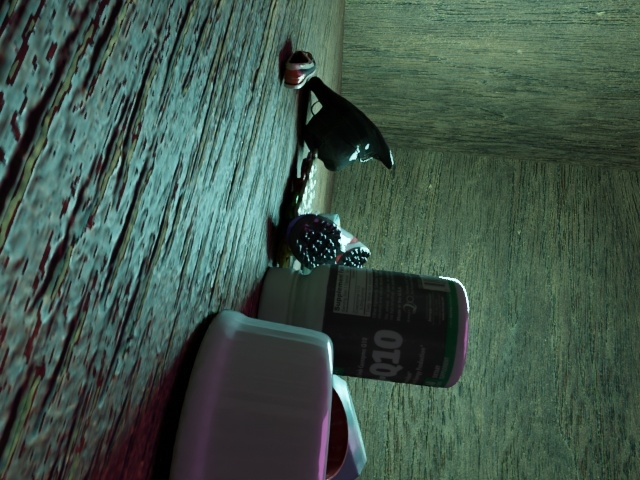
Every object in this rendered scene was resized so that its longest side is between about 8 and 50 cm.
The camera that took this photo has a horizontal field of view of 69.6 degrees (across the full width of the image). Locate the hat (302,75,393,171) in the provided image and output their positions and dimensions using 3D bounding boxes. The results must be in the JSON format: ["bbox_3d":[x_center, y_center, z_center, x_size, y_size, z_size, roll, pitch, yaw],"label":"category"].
[{"bbox_3d":[0.043,-0.253,1.174,0.134,0.331,0.331,-47,177,1],"label":"hat"}]

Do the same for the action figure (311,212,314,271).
[{"bbox_3d":[0.045,0.130,1.266,0.341,0.179,0.330,47,30,-50],"label":"action figure"}]

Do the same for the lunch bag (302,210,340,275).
[{"bbox_3d":[0.001,0.039,1.595,0.224,0.108,0.279,-49,144,-75],"label":"lunch bag"}]

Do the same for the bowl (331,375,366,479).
[{"bbox_3d":[0.002,0.425,1.040,0.311,0.163,0.311,164,-90,-90],"label":"bowl"}]

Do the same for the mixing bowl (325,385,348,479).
[{"bbox_3d":[-0.041,0.347,0.850,0.181,0.098,0.181,33,46,-41],"label":"mixing bowl"}]

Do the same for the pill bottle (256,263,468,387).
[{"bbox_3d":[0.073,0.153,0.867,0.204,0.361,0.204,6,90,-86],"label":"pill bottle"}]

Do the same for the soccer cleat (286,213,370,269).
[{"bbox_3d":[0.000,0.000,0.997,0.108,0.116,0.318,-54,151,6],"label":"soccer cleat"}]

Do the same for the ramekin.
[{"bbox_3d":[-0.063,0.223,0.521,0.277,0.135,0.277,6,90,-90],"label":"ramekin"}]

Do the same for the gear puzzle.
[{"bbox_3d":[-0.058,-0.054,1.048,0.175,0.044,0.339,95,6,-45],"label":"gear puzzle"}]

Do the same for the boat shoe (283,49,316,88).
[{"bbox_3d":[-0.037,-0.314,0.821,0.137,0.049,0.043,-72,167,-50],"label":"boat shoe"}]
